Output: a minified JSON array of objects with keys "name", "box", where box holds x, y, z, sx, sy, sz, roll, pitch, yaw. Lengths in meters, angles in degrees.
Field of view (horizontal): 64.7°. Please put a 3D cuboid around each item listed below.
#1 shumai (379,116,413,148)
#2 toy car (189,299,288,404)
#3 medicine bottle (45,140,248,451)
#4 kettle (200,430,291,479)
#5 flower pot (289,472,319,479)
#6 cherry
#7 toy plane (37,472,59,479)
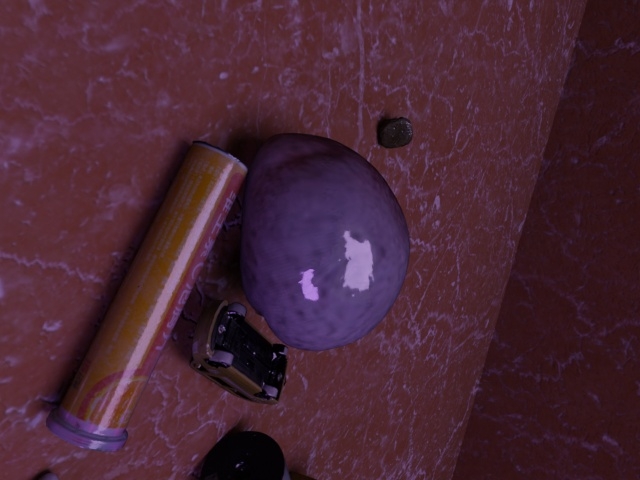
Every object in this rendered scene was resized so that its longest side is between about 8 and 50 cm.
[{"name":"shumai","box":[0.174,-0.257,1.151,0.081,0.082,0.083,-85,-164,-46]},{"name":"toy car","box":[-0.151,0.194,0.858,0.257,0.124,0.101,56,37,-48]},{"name":"medicine bottle","box":[-0.232,0.067,0.709,0.108,0.108,0.426,34,77,-54]},{"name":"kettle","box":[-0.155,0.528,1.009,0.221,0.161,0.237,-22,130,-14]},{"name":"flower pot","box":[-0.032,0.659,1.195,0.195,0.179,0.195,-25,124,-46]},{"name":"cherry","box":[-0.004,0.010,0.829,0.335,0.291,0.327,60,41,-60]},{"name":"toy plane","box":[-0.386,0.437,0.643,0.101,0.251,0.256,14,60,-30]}]
